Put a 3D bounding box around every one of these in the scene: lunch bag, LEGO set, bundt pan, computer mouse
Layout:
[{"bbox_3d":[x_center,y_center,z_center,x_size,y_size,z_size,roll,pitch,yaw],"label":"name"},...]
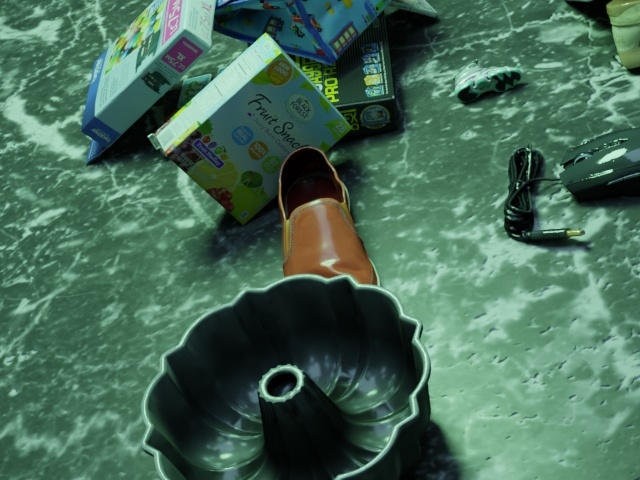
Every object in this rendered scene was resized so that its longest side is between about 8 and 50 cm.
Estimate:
[{"bbox_3d":[-0.037,-0.392,2.030,0.293,0.138,0.221,12,54,49],"label":"lunch bag"},{"bbox_3d":[-0.155,-0.208,2.043,0.183,0.060,0.244,-11,40,17],"label":"LEGO set"},{"bbox_3d":[-0.024,0.195,1.473,0.331,0.124,0.330,-13,41,12],"label":"bundt pan"},{"bbox_3d":[0.349,-0.076,1.667,0.262,0.060,0.184,-1,43,23],"label":"computer mouse"}]

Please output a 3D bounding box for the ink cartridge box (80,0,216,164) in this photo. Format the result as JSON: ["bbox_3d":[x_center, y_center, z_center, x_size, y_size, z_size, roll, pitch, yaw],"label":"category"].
[{"bbox_3d":[-0.276,-0.270,2.048,0.311,0.065,0.185,-41,31,32],"label":"ink cartridge box"}]

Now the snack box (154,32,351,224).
[{"bbox_3d":[-0.090,-0.149,1.811,0.207,0.174,0.070,-43,40,6],"label":"snack box"}]

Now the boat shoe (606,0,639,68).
[{"bbox_3d":[0.567,-0.318,1.808,0.341,0.110,0.121,-11,19,18],"label":"boat shoe"}]

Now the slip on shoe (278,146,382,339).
[{"bbox_3d":[0.000,0.000,1.705,0.123,0.101,0.331,-16,41,4],"label":"slip on shoe"}]

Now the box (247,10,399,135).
[{"bbox_3d":[0.000,-0.252,1.998,0.216,0.060,0.270,-7,41,4],"label":"box"}]

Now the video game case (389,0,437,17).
[{"bbox_3d":[0.114,-0.381,2.089,0.122,0.011,0.087,10,25,-23],"label":"video game case"}]

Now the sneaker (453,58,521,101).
[{"bbox_3d":[0.237,-0.241,1.919,0.098,0.038,0.069,-15,41,7],"label":"sneaker"}]
